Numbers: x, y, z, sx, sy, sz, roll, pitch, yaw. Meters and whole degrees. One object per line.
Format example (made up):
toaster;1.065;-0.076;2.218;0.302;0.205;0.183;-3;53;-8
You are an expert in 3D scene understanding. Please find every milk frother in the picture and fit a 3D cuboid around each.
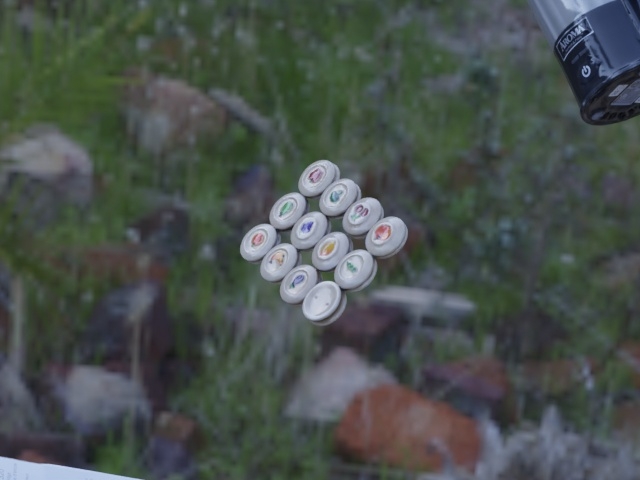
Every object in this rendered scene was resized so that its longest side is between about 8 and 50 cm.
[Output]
milk frother;0.231;-0.167;1.417;0.143;0.129;0.135;11;50;-53

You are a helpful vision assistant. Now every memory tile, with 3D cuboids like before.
memory tile;0.000;0.000;1.613;0.012;0.113;0.148;44;-2;-42

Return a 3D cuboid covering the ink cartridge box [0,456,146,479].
ink cartridge box;-0.147;0.315;1.833;0.371;0.069;0.176;14;48;-22
